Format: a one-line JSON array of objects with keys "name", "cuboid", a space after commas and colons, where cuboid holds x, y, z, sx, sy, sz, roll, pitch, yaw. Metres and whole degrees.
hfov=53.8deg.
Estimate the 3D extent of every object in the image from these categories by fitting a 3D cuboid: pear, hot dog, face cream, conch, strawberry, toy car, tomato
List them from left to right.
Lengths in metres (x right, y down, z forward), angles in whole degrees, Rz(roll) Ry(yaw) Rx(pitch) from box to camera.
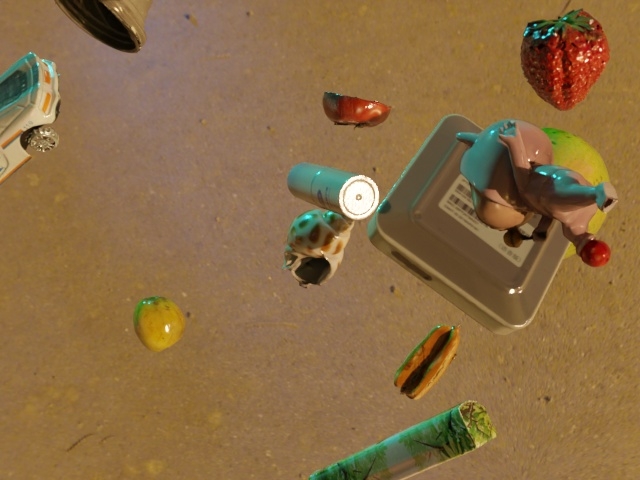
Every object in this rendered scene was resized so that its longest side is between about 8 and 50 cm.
[{"name": "toy car", "cuboid": [-0.320, -0.094, 0.607, 0.205, 0.056, 0.095, -34, 55, 20]}, {"name": "pear", "cuboid": [-0.470, 0.238, 1.834, 0.149, 0.149, 0.162, -21, 96, 9]}, {"name": "conch", "cuboid": [0.000, 0.000, 1.714, 0.183, 0.275, 0.148, 44, 50, -7]}, {"name": "face cream", "cuboid": [0.015, -0.094, 1.139, 0.077, 0.077, 0.250, -50, 24, -6]}, {"name": "tomato", "cuboid": [0.113, -0.414, 2.058, 0.228, 0.228, 0.101, 12, 95, 21]}, {"name": "hot dog", "cuboid": [0.307, 0.341, 1.784, 0.109, 0.072, 0.269, 42, 104, 21]}, {"name": "pear", "cuboid": [0.594, -0.116, 1.713, 0.391, 0.391, 0.391, -6, 68, 15]}, {"name": "strawberry", "cuboid": [0.721, -0.518, 1.866, 0.250, 0.288, 0.238, 1, 38, 19]}]

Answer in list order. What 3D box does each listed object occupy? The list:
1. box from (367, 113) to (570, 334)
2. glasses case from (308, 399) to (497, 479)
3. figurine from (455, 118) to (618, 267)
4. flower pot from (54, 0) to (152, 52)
[{"name": "box", "cuboid": [0.326, -0.046, 1.290, 0.367, 0.090, 0.373, 36, 63, 1]}, {"name": "glasses case", "cuboid": [0.114, 0.313, 0.914, 0.272, 0.095, 0.062, -33, 69, 26]}, {"name": "figurine", "cuboid": [0.323, -0.074, 0.978, 0.287, 0.176, 0.186, 43, 113, 40]}, {"name": "flower pot", "cuboid": [-0.467, -0.540, 1.398, 0.235, 0.235, 0.140, 23, 78, 24]}]
